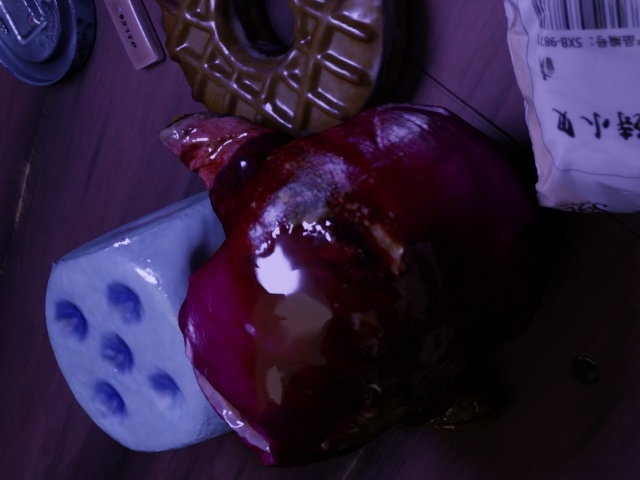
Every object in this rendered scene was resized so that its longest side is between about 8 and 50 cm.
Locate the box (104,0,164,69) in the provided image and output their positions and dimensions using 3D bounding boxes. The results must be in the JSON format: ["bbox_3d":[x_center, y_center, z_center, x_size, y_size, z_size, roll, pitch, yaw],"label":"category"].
[{"bbox_3d":[-0.242,-0.278,1.513,0.048,0.025,0.115,-16,100,45],"label":"box"}]

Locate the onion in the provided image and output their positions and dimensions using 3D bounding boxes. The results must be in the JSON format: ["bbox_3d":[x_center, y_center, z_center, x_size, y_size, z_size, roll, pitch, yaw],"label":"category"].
[{"bbox_3d":[0.000,0.000,1.218,0.420,0.398,0.398,48,134,29],"label":"onion"}]

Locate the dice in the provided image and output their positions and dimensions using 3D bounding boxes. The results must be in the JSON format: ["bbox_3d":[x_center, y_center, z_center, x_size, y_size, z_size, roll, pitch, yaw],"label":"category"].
[{"bbox_3d":[-0.155,0.090,1.451,0.265,0.268,0.262,-16,101,42],"label":"dice"}]

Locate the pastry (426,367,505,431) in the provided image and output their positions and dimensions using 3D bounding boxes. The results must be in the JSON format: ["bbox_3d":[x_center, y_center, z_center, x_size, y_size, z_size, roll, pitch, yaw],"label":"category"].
[{"bbox_3d":[0.157,0.182,1.351,0.109,0.097,0.057,-7,98,3],"label":"pastry"}]

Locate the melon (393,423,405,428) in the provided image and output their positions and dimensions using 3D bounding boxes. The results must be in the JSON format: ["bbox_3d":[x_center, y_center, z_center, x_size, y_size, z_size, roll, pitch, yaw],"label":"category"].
[{"bbox_3d":[0.067,0.182,1.435,0.128,0.079,0.160,30,125,14],"label":"melon"}]

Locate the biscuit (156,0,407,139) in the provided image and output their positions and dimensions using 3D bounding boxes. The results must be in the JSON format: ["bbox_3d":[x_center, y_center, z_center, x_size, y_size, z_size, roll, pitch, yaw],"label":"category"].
[{"bbox_3d":[-0.047,-0.256,1.309,0.332,0.103,0.332,18,120,34],"label":"biscuit"}]

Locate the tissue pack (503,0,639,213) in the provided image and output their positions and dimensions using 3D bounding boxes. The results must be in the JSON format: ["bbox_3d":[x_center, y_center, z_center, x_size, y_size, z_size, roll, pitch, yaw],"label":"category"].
[{"bbox_3d":[0.330,-0.176,0.966,0.375,0.195,0.390,7,119,37],"label":"tissue pack"}]

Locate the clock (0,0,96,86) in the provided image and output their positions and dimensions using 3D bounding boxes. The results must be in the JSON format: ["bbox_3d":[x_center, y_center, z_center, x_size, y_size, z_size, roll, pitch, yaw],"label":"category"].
[{"bbox_3d":[-0.393,-0.320,1.609,0.215,0.042,0.215,18,121,33],"label":"clock"}]
